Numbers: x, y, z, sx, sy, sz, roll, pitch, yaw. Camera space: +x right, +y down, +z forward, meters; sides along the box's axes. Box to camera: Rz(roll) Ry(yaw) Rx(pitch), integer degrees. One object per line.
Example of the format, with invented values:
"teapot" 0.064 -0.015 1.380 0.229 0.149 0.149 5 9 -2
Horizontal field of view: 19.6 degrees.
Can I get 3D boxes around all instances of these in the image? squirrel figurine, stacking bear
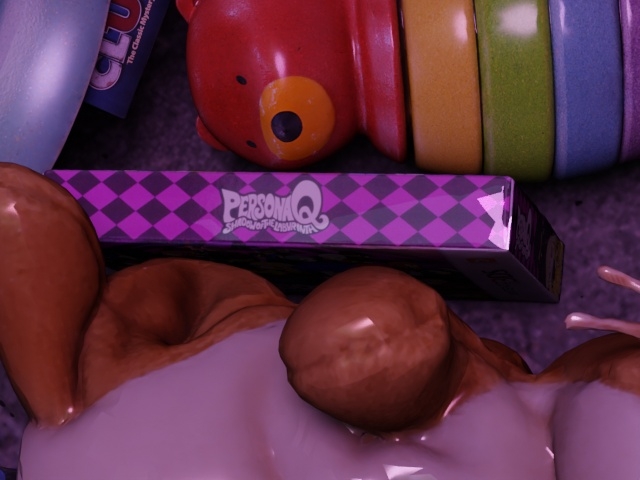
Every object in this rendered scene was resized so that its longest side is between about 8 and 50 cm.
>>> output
"squirrel figurine" 0.070 0.132 0.854 0.370 0.397 0.281 -10 64 10
"stacking bear" 0.073 -0.099 0.957 0.289 0.175 0.164 -4 41 2

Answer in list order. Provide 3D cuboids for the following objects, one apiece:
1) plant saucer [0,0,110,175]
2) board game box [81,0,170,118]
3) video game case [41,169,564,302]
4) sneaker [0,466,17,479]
"plant saucer" -0.228 -0.109 1.010 0.317 0.043 0.318 -21 59 40
"board game box" -0.153 -0.166 1.036 0.243 0.042 0.165 18 86 53
"video game case" 0.000 0.000 0.961 0.232 0.210 0.042 1 82 13
"sneaker" -0.156 0.168 1.052 0.221 0.087 0.083 10 57 1
